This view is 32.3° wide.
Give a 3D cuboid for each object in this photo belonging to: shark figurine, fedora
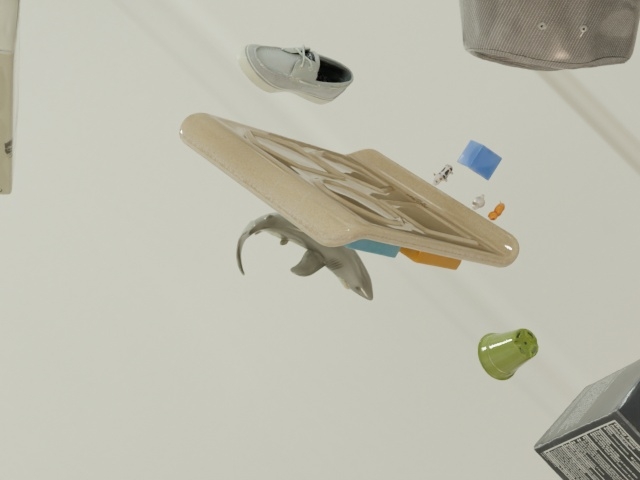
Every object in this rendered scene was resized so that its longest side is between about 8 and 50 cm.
[{"bbox_3d":[-0.021,-0.019,1.700,0.116,0.278,0.166,-42,46,32],"label":"shark figurine"},{"bbox_3d":[0.268,-0.256,1.257,0.243,0.275,0.124,-154,64,-73],"label":"fedora"}]

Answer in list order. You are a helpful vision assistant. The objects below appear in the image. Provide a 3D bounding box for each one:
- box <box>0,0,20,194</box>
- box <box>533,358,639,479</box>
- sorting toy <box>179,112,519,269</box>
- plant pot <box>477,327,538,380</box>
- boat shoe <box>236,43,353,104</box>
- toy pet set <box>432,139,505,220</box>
[{"bbox_3d":[-0.341,-0.153,1.072,0.275,0.094,0.113,123,147,-62],"label":"box"},{"bbox_3d":[0.564,0.361,1.817,0.182,0.296,0.294,-42,-5,-26],"label":"box"},{"bbox_3d":[0.021,-0.031,0.825,0.208,0.193,0.038,5,-67,-47],"label":"sorting toy"},{"bbox_3d":[0.316,0.180,1.828,0.083,0.083,0.079,-51,8,-37],"label":"plant pot"},{"bbox_3d":[-0.034,-0.275,1.743,0.081,0.079,0.227,-30,-24,33],"label":"boat shoe"},{"bbox_3d":[0.242,-0.093,1.762,0.114,0.122,0.065,-57,-21,3],"label":"toy pet set"}]
